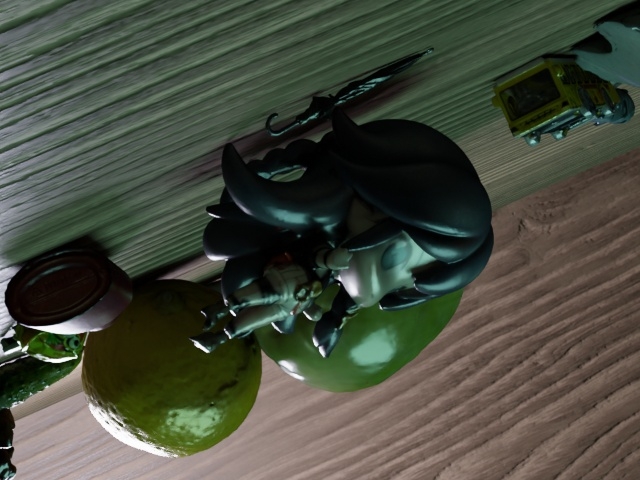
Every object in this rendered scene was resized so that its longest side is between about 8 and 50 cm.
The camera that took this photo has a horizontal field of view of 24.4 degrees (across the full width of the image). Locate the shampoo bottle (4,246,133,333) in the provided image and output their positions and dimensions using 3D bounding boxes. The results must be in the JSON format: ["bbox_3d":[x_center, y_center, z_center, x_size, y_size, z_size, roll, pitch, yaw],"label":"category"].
[{"bbox_3d":[-0.236,0.054,1.447,0.102,0.064,0.260,-24,175,-3],"label":"shampoo bottle"}]

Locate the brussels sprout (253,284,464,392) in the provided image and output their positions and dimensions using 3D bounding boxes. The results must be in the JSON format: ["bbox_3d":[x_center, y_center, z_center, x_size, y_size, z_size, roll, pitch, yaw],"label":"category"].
[{"bbox_3d":[0.032,0.053,1.842,0.317,0.242,0.273,-24,-159,29],"label":"brussels sprout"}]

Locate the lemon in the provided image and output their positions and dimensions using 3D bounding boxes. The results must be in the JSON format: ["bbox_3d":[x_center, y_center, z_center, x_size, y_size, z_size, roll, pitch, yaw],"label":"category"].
[{"bbox_3d":[-0.191,0.162,1.891,0.228,0.228,0.253,-23,174,-18],"label":"lemon"}]

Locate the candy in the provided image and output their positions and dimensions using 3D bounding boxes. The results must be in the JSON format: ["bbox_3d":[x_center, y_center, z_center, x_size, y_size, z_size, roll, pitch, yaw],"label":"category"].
[{"bbox_3d":[-0.330,0.108,1.686,0.077,0.073,0.262,-1,173,-26],"label":"candy"}]

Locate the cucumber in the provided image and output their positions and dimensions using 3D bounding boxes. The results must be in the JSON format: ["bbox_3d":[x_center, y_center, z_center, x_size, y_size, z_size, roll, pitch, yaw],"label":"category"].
[{"bbox_3d":[-0.426,0.198,2.115,0.227,0.069,0.069,-24,177,-40],"label":"cucumber"}]

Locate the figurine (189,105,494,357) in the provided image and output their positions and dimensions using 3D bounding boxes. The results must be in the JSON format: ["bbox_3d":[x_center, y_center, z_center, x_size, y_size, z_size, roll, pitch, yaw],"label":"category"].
[{"bbox_3d":[0.013,-0.008,1.262,0.265,0.197,0.175,-1,168,-18],"label":"figurine"}]

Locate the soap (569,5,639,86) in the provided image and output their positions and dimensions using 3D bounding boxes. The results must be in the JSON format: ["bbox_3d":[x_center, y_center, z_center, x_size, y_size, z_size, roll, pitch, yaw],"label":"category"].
[{"bbox_3d":[0.439,-0.141,1.476,0.302,0.257,0.159,-22,176,-12],"label":"soap"}]

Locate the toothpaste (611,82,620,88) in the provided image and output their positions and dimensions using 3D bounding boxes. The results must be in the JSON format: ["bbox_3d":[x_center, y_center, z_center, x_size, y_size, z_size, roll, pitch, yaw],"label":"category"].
[{"bbox_3d":[0.346,-0.199,1.725,0.056,0.036,0.205,-20,170,-27],"label":"toothpaste"}]

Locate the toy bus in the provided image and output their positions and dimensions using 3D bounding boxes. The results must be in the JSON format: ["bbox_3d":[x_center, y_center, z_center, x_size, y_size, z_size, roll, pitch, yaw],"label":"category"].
[{"bbox_3d":[0.258,-0.151,1.571,0.081,0.074,0.226,-25,176,26],"label":"toy bus"}]

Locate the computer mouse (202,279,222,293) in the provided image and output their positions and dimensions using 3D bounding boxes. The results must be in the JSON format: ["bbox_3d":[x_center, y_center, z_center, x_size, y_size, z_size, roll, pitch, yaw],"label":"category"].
[{"bbox_3d":[-0.173,0.115,2.251,0.288,0.097,0.159,-35,175,-6],"label":"computer mouse"}]

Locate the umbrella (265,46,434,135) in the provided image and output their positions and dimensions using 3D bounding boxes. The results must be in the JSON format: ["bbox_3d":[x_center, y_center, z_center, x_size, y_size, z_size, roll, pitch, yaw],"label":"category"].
[{"bbox_3d":[0.024,-0.114,1.153,0.149,0.022,0.022,-24,-147,-11],"label":"umbrella"}]

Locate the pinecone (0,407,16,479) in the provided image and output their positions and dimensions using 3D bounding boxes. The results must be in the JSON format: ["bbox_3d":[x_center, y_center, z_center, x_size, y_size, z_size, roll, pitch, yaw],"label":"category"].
[{"bbox_3d":[-0.509,0.288,1.846,0.244,0.244,0.309,-28,-171,39],"label":"pinecone"}]

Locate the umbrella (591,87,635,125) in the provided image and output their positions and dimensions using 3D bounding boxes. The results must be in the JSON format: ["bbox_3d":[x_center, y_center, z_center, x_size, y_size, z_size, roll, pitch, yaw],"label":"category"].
[{"bbox_3d":[0.371,-0.176,1.955,0.052,0.053,0.250,-25,176,22],"label":"umbrella"}]
